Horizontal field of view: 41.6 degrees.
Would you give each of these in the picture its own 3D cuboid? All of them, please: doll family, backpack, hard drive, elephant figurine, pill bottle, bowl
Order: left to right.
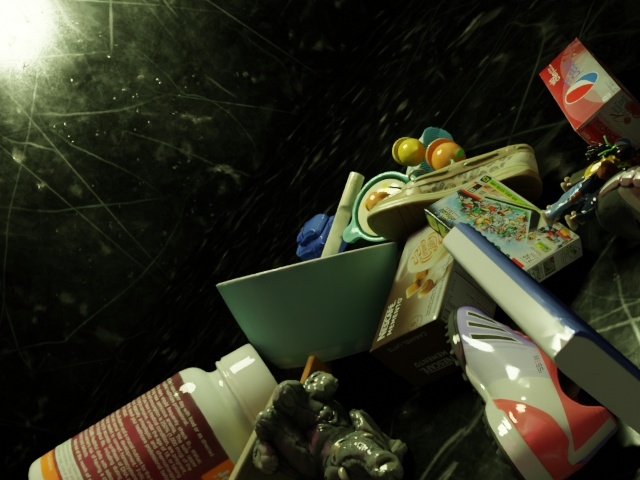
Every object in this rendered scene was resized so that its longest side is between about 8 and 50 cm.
[{"bbox_3d":[-0.233,0.345,1.341,0.392,0.224,0.224,-31,14,-10],"label":"pill bottle"},{"bbox_3d":[-0.003,0.114,1.406,0.312,0.163,0.311,-14,-2,-1],"label":"bowl"},{"bbox_3d":[0.000,0.000,1.880,0.120,0.101,0.098,-36,16,52],"label":"backpack"},{"bbox_3d":[0.036,0.291,1.101,0.239,0.186,0.169,24,108,36],"label":"elephant figurine"},{"bbox_3d":[0.246,0.096,0.825,0.040,0.210,0.318,-50,16,8],"label":"hard drive"},{"bbox_3d":[0.358,-0.076,1.078,0.111,0.076,0.193,-38,8,43],"label":"doll family"}]

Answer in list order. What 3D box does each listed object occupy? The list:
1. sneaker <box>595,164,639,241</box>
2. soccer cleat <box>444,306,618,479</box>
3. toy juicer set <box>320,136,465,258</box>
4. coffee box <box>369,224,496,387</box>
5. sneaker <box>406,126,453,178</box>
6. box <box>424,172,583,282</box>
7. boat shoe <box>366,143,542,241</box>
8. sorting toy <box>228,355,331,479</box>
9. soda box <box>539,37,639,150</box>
[{"bbox_3d":[0.372,0.007,0.879,0.162,0.106,0.281,-59,19,-15],"label":"sneaker"},{"bbox_3d":[0.230,0.155,0.960,0.116,0.108,0.318,-35,21,9],"label":"soccer cleat"},{"bbox_3d":[0.118,-0.092,1.525,0.329,0.089,0.209,-15,61,36],"label":"toy juicer set"},{"bbox_3d":[0.180,0.077,1.237,0.141,0.098,0.246,-35,23,44],"label":"coffee box"},{"bbox_3d":[0.202,-0.109,1.627,0.092,0.087,0.228,111,180,-56],"label":"sneaker"},{"bbox_3d":[0.247,-0.012,1.159,0.114,0.036,0.207,-30,39,-11],"label":"box"},{"bbox_3d":[0.211,-0.074,1.350,0.285,0.104,0.089,-14,49,20],"label":"boat shoe"},{"bbox_3d":[-0.071,0.330,1.227,0.047,0.196,0.347,6,52,32],"label":"sorting toy"},{"bbox_3d":[0.409,-0.212,1.257,0.083,0.092,0.263,-46,17,22],"label":"soda box"}]
